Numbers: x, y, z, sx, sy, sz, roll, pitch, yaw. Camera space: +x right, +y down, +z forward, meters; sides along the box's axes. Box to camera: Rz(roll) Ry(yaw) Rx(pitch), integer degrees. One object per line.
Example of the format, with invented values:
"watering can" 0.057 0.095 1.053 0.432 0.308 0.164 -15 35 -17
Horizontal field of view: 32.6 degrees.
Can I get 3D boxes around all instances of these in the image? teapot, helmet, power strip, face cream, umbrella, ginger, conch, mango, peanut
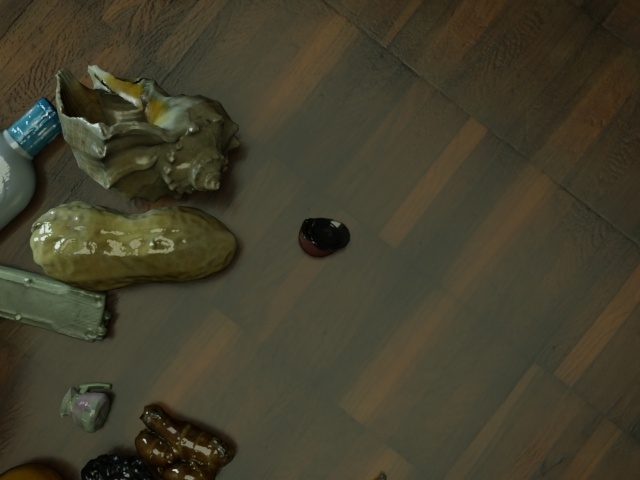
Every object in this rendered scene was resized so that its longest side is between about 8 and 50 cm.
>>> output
"teapot" -0.366 0.256 1.718 0.064 0.064 0.083 20 54 9
"helmet" 0.001 0.001 1.736 0.084 0.049 0.065 5 49 -24
"power strip" -0.466 0.088 1.700 0.286 0.048 0.080 15 96 -12
"face cream" -0.540 -0.093 1.726 0.337 0.080 0.163 -43 92 -3
"umbrella" -0.314 0.496 1.671 0.154 0.128 0.336 1 93 20
"ginger" -0.223 0.331 1.704 0.162 0.073 0.103 28 73 8
"conch" -0.284 -0.154 1.666 0.324 0.263 0.186 21 99 32
"mango" -0.467 0.410 1.685 0.165 0.089 0.115 -33 67 2
"peanut" -0.284 0.009 1.690 0.313 0.149 0.149 -4 86 -3

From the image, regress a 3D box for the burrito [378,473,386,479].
"burrito" 0.053 0.428 1.709 0.149 0.041 0.055 -34 73 -3
